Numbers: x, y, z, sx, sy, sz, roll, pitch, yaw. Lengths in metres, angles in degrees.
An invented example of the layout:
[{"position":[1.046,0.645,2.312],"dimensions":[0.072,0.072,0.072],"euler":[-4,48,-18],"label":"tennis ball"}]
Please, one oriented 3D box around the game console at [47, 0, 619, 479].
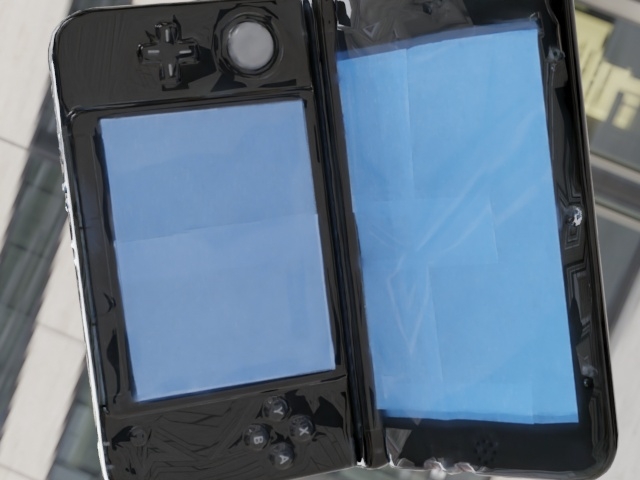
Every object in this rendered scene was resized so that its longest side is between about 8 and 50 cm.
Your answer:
[{"position":[0.000,0.000,0.350],"dimensions":[0.085,0.124,0.144],"euler":[-179,81,-70],"label":"game console"}]
